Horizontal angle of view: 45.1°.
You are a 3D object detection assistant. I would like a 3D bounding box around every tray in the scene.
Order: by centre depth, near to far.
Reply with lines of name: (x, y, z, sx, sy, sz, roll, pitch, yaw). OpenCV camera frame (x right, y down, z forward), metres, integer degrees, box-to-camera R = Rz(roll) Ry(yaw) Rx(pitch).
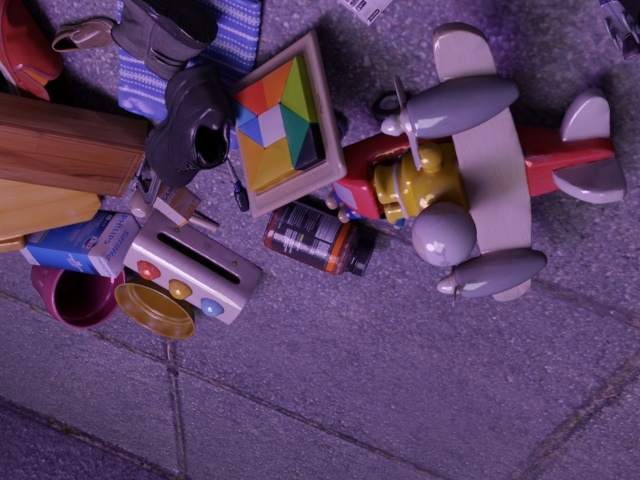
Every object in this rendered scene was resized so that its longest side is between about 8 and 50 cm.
tray: (-0.548, -0.179, 1.423, 0.410, 0.076, 0.203, 7, 155, -25)

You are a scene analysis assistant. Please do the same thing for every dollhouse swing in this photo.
dollhouse swing: (-0.692, -0.188, 1.679, 0.315, 0.304, 0.347, 55, 164, 37)

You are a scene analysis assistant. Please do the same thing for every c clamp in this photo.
c clamp: (-0.339, -0.143, 1.495, 0.022, 0.137, 0.161, -4, 146, -34)

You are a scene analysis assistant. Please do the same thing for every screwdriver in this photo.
screwdriver: (-0.165, -0.119, 1.466, 0.025, 0.024, 0.170, 38, 155, 38)

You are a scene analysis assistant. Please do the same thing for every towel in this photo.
towel: (-0.226, -0.297, 1.260, 0.243, 0.040, 0.336, 23, 145, 3)

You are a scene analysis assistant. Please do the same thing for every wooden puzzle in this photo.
wooden puzzle: (-0.063, -0.167, 1.156, 0.044, 0.221, 0.238, -4, 167, -40)

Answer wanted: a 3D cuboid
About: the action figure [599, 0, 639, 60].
action figure: (0.304, -0.331, 0.831, 0.285, 0.099, 0.185, 45, 146, -20)

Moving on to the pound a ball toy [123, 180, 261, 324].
pound a ball toy: (-0.291, 0.041, 1.654, 0.319, 0.136, 0.208, 31, 145, -8)

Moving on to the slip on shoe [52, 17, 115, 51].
slip on shoe: (-0.400, -0.344, 1.306, 0.135, 0.041, 0.051, 6, 140, 27)

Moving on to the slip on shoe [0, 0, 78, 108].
slip on shoe: (-0.503, -0.322, 1.346, 0.101, 0.123, 0.331, 6, 146, 4)

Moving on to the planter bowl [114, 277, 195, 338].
planter bowl: (-0.384, 0.141, 1.881, 0.217, 0.090, 0.217, 18, 145, 13)

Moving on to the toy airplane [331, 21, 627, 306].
toy airplane: (0.220, -0.072, 1.063, 0.386, 0.272, 0.384, 33, 144, -9)

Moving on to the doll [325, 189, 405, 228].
doll: (0.097, -0.060, 1.325, 0.189, 0.046, 0.129, 0, 140, 52)

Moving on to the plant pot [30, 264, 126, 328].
plant pot: (-0.612, 0.099, 1.901, 0.180, 0.201, 0.201, 16, 147, 41)

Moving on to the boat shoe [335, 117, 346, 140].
boat shoe: (-0.027, -0.149, 1.299, 0.066, 0.066, 0.183, 39, 143, -18)

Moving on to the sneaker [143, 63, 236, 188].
sneaker: (-0.213, -0.157, 1.275, 0.130, 0.109, 0.286, 60, 150, 18)

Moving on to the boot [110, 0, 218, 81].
boot: (-0.283, -0.342, 1.152, 0.246, 0.083, 0.161, 41, 145, -20)

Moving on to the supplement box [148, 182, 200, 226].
supplement box: (-0.300, -0.084, 1.560, 0.098, 0.062, 0.036, 40, 143, -20)

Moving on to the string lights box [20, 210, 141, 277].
string lights box: (-0.551, -0.002, 1.764, 0.259, 0.133, 0.077, 8, 141, 25)

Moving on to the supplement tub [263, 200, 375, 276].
supplement tub: (0.000, 0.000, 1.442, 0.197, 0.106, 0.106, 23, 145, 5)

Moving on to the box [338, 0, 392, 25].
box: (0.080, -0.373, 0.967, 0.114, 0.036, 0.207, 36, 144, -14)
